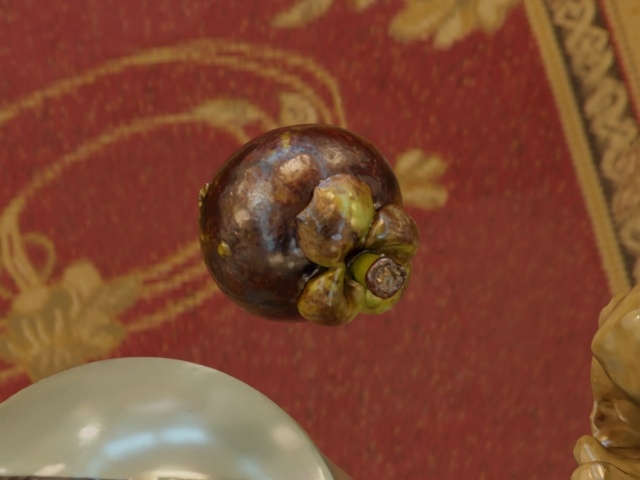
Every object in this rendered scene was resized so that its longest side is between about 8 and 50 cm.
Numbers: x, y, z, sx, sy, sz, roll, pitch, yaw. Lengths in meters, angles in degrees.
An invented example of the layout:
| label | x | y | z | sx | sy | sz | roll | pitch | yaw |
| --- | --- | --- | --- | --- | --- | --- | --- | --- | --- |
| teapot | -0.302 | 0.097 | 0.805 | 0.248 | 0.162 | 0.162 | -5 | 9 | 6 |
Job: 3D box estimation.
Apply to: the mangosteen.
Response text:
| label | x | y | z | sx | sy | sz | roll | pitch | yaw |
| --- | --- | --- | --- | --- | --- | --- | --- | --- | --- |
| mangosteen | 0.000 | 0.000 | 1.763 | 0.192 | 0.192 | 0.217 | -32 | 47 | -14 |

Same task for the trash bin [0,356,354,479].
| label | x | y | z | sx | sy | sz | roll | pitch | yaw |
| --- | --- | --- | --- | --- | --- | --- | --- | --- | --- |
| trash bin | -0.058 | 0.243 | 1.162 | 0.280 | 0.432 | 0.280 | -8 | 68 | 19 |

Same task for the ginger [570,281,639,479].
| label | x | y | z | sx | sy | sz | roll | pitch | yaw |
| --- | --- | --- | --- | --- | --- | --- | --- | --- | --- |
| ginger | 0.236 | 0.064 | 0.369 | 0.375 | 0.236 | 0.166 | -6 | 54 | 12 |
